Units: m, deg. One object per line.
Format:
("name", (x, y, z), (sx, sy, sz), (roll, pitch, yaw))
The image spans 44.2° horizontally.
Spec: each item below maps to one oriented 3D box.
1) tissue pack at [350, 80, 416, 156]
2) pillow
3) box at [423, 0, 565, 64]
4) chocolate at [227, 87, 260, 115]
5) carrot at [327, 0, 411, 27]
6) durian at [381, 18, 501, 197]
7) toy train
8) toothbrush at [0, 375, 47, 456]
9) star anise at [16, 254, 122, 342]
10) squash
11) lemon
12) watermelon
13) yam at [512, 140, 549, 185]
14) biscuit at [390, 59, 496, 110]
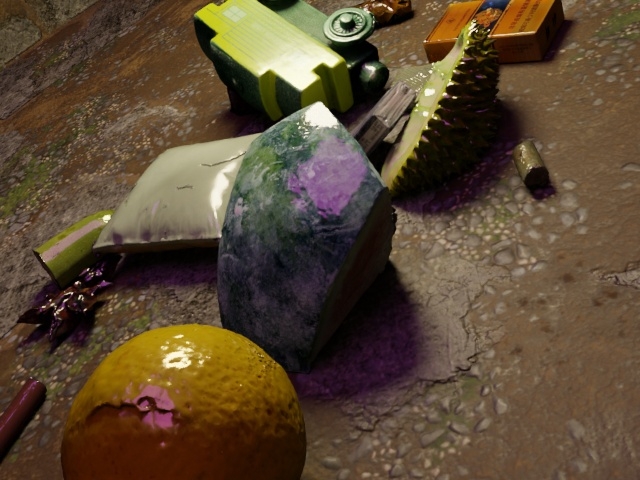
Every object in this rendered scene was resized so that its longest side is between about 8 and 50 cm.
("tissue pack", (0.096, -0.199, 1.388), (0.112, 0.051, 0.156), (-54, 6, -35))
("pillow", (-0.239, -0.088, 1.469), (0.309, 0.119, 0.312), (-7, 41, 30))
("box", (0.340, -0.414, 1.552), (0.237, 0.070, 0.152), (3, 46, 37))
("chocolate", (-0.150, -0.340, 1.763), (0.148, 0.080, 0.125), (-21, 35, 6))
("carrot", (0.102, -0.527, 1.849), (0.228, 0.069, 0.069), (-12, 38, 21))
("durian", (0.206, -0.231, 1.320), (0.169, 0.158, 0.352), (7, 60, 39))
("toy train", (-0.071, -0.397, 1.641), (0.272, 0.179, 0.442), (-40, 57, -16))
("toothbrush", (-0.523, 0.356, 1.166), (0.040, 0.041, 0.364), (-1, 43, 31))
("star anise", (-0.440, 0.114, 1.403), (0.212, 0.054, 0.157), (-26, 35, -2))
("squash", (-0.451, 0.004, 1.523), (0.188, 0.095, 0.095), (-38, 37, -21))
("lemon", (-0.151, 0.228, 0.891), (0.292, 0.293, 0.293), (-17, 37, 13))
("watermelon", (0.000, 0.000, 1.165), (0.228, 0.258, 0.388), (21, 99, 29))
("yam", (0.322, -0.118, 1.214), (0.043, 0.043, 0.094), (-19, 36, 11))
("biscuit", (0.232, -0.303, 1.506), (0.199, 0.041, 0.121), (-5, 40, 26))
